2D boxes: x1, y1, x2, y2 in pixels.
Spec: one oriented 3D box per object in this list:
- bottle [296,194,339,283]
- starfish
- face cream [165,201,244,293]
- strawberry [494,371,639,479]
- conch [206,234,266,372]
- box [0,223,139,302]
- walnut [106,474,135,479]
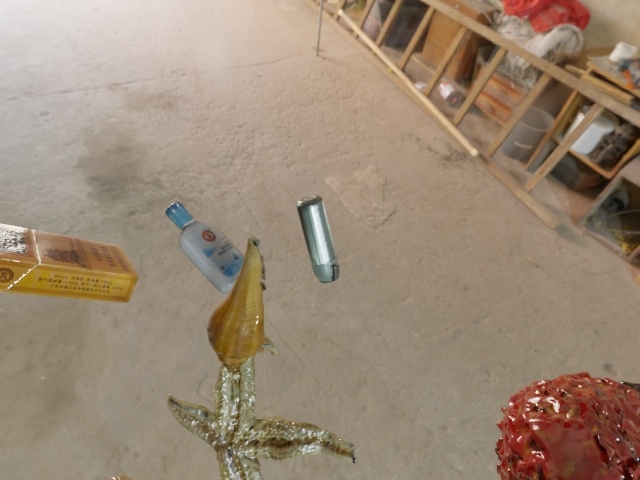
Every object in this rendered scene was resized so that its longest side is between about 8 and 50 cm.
[{"bbox_3d":[0.000,0.000,1.157,0.079,0.253,0.096,-27,24,-34],"label":"bottle"},{"bbox_3d":[-0.116,0.424,0.861,0.324,0.082,0.432,-33,92,5],"label":"starfish"},{"bbox_3d":[-0.369,0.014,1.319,0.336,0.080,0.163,47,37,4],"label":"face cream"},{"bbox_3d":[0.298,0.242,0.443,0.234,0.178,0.234,-18,54,27],"label":"strawberry"},{"bbox_3d":[-0.143,0.128,0.680,0.093,0.330,0.109,-4,43,-17],"label":"conch"},{"bbox_3d":[-0.557,0.051,0.870,0.274,0.076,0.174,16,11,-44],"label":"box"},{"bbox_3d":[-0.220,0.301,0.427,0.079,0.082,0.096,-40,37,-8],"label":"walnut"}]
